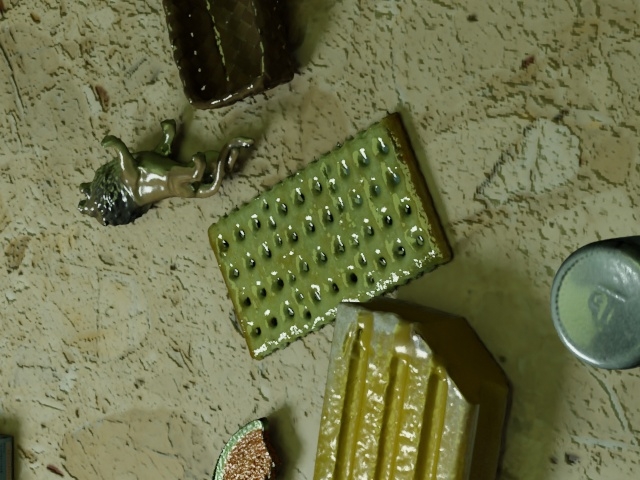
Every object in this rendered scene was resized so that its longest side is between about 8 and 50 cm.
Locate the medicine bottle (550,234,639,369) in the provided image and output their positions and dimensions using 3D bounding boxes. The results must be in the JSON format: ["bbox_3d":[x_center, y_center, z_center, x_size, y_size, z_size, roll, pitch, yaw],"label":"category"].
[{"bbox_3d":[0.232,0.034,1.008,0.083,0.203,0.083,4,96,38],"label":"medicine bottle"}]

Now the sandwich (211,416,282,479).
[{"bbox_3d":[-0.062,0.219,1.358,0.067,0.029,0.135,8,96,32],"label":"sandwich"}]

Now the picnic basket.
[{"bbox_3d":[-0.084,-0.212,1.338,0.110,0.055,0.193,-17,82,38],"label":"picnic basket"}]

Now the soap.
[{"bbox_3d":[0.068,0.171,1.225,0.140,0.073,0.232,13,100,33],"label":"soap"}]

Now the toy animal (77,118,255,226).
[{"bbox_3d":[-0.138,-0.071,1.384,0.220,0.069,0.086,-14,105,43],"label":"toy animal"}]

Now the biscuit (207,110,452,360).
[{"bbox_3d":[0.000,0.000,1.309,0.231,0.016,0.139,-29,76,36],"label":"biscuit"}]

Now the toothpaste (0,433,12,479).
[{"bbox_3d":[-0.353,0.293,1.579,0.070,0.044,0.193,2,93,37],"label":"toothpaste"}]
